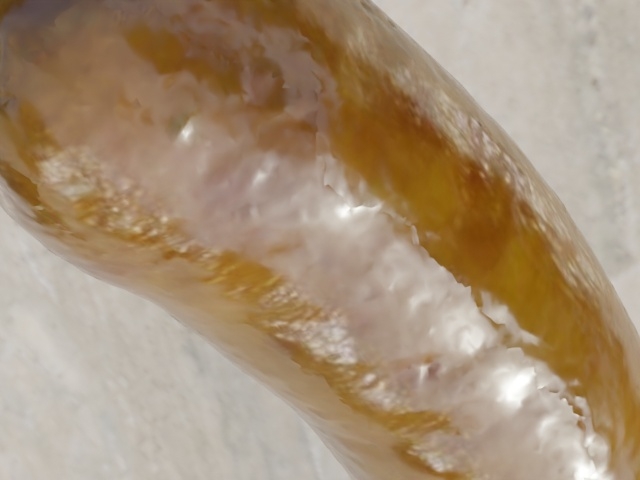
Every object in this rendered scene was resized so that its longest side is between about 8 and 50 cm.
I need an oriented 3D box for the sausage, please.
[{"bbox_3d":[0.001,0.000,0.477,0.109,0.109,0.270,-51,126,-4],"label":"sausage"}]
